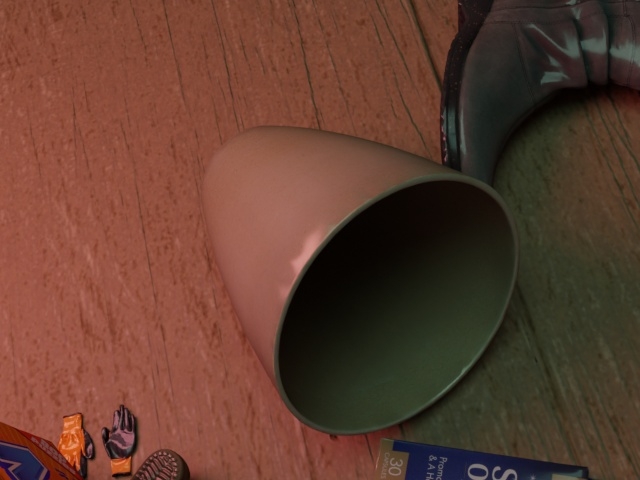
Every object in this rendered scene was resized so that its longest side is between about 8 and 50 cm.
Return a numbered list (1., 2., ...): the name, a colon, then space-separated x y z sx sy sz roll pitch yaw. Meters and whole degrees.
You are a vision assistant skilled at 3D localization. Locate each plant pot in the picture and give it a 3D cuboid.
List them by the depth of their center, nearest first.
1. plant pot: 0.000 0.000 0.936 0.256 0.256 0.274 -40 43 -10

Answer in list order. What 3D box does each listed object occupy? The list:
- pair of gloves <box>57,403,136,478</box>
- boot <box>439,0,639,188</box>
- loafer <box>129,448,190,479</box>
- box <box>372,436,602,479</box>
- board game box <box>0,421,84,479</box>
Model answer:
1. pair of gloves: -0.225 0.204 0.992 0.083 0.010 0.074 -10 59 7
2. boot: 0.246 -0.171 1.033 0.222 0.118 0.338 6 67 11
3. loafer: -0.172 0.260 0.927 0.148 0.050 0.056 -45 59 5
4. box: 0.151 0.255 0.856 0.225 0.036 0.137 5 62 15
5. board game box: -0.307 0.353 0.700 0.356 0.356 0.356 39 83 29
